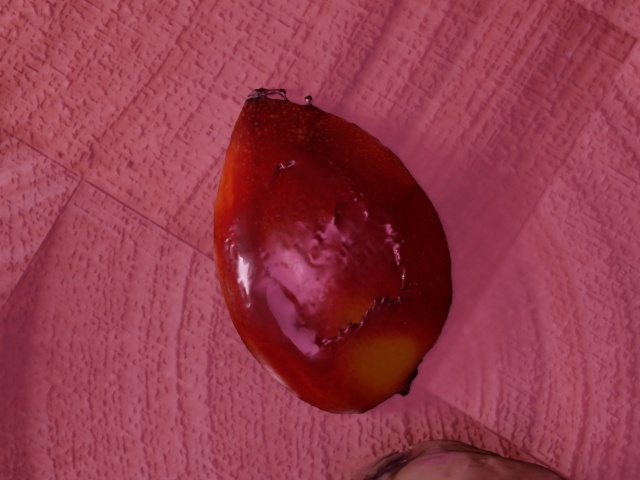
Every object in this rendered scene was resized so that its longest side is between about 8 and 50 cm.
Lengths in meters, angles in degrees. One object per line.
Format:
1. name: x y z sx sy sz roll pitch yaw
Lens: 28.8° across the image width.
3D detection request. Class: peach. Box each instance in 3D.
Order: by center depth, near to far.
1. peach: 0.000 0.001 0.990 0.189 0.068 0.279 -26 86 1

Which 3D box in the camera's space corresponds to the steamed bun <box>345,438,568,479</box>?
1. steamed bun: 0.117 0.279 0.909 0.268 0.207 0.280 -5 114 26
